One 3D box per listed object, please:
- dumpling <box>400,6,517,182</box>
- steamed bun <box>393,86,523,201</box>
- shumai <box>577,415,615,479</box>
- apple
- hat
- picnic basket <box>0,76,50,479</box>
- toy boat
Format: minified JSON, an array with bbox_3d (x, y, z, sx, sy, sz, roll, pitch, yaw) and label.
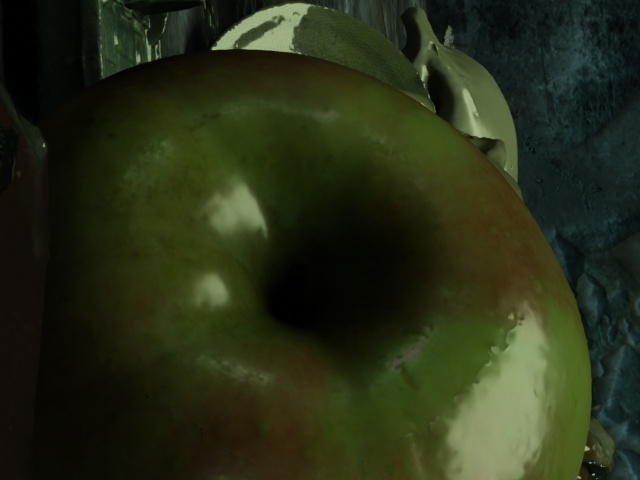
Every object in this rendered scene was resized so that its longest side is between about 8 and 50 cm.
[{"bbox_3d":[0.093,-0.060,1.871,0.315,0.233,0.395,-56,154,-70],"label":"dumpling"},{"bbox_3d":[-0.003,-0.001,1.217,0.289,0.276,0.203,171,-71,-75],"label":"steamed bun"},{"bbox_3d":[0.075,0.229,1.343,0.314,0.267,0.262,0,-101,61],"label":"shumai"},{"bbox_3d":[-0.030,0.074,0.870,0.277,0.319,0.319,120,-25,-60],"label":"apple"},{"bbox_3d":[-0.025,-0.062,1.450,0.110,0.252,0.252,-19,-112,56],"label":"hat"},{"bbox_3d":[-0.171,0.037,0.540,0.222,0.129,0.297,66,22,-61],"label":"picnic basket"},{"bbox_3d":[-0.120,-0.184,1.025,0.141,0.092,0.319,29,57,-79],"label":"toy boat"}]
